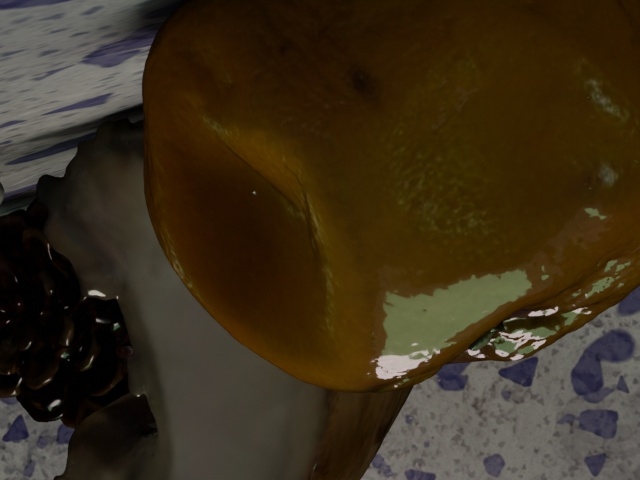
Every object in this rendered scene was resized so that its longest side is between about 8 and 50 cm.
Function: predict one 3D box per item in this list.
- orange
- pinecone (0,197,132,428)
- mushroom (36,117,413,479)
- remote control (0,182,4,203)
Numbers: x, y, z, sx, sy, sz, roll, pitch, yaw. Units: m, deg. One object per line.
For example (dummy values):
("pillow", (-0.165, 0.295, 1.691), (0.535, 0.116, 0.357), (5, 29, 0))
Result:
("orange", (0.052, -0.034, 0.756), (0.249, 0.183, 0.249), (-15, 179, 0))
("pinecone", (-0.201, 0.065, 1.569), (0.246, 0.246, 0.292), (-16, 172, 25))
("mushroom", (0.009, 0.036, 1.219), (0.224, 0.313, 0.397), (7, -162, 28))
("remote control", (-0.348, 0.004, 1.234), (0.261, 0.029, 0.067), (-16, 179, -15))
